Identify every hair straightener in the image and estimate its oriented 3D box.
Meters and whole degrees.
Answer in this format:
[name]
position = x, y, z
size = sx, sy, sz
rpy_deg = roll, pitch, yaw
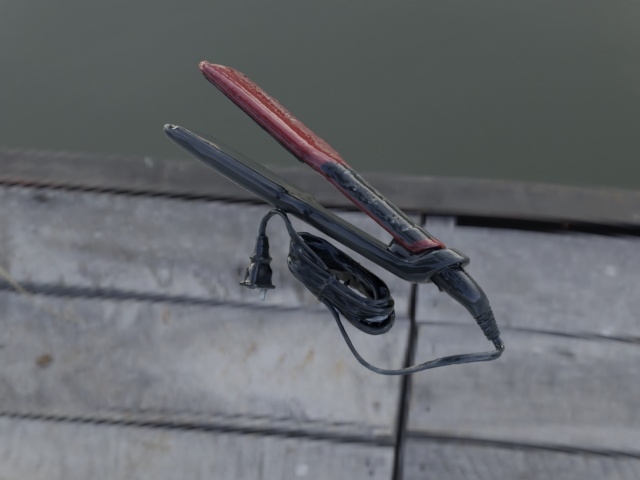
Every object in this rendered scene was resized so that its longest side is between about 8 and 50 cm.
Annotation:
[hair straightener]
position = 0.000, 0.000, 0.779
size = 0.230, 0.047, 0.089
rpy_deg = 39, 103, 21
